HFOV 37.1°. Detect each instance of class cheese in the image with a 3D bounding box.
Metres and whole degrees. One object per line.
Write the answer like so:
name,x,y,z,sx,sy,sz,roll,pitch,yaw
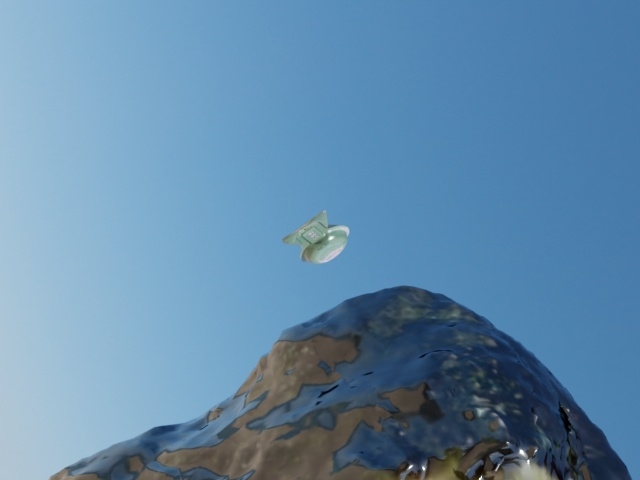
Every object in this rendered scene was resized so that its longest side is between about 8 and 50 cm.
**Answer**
cheese,0.000,0.000,1.098,0.026,0.067,0.120,56,6,22

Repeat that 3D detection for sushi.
sushi,-0.015,0.180,0.473,0.211,0.350,0.171,53,6,-25
